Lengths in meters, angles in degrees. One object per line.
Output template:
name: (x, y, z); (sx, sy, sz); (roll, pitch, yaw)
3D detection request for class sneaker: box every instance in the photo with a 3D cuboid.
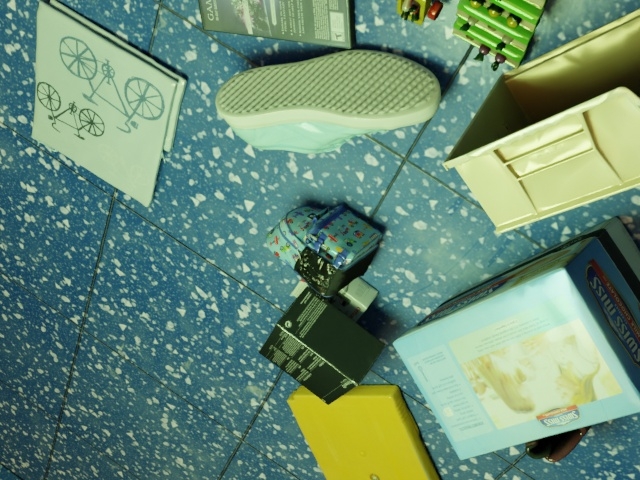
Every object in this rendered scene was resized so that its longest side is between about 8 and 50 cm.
sneaker: (0.023, -0.209, 1.322); (0.366, 0.135, 0.150); (4, 156, 23)
sneaker: (0.363, 0.329, 1.469); (0.281, 0.162, 0.106); (-28, 106, 42)

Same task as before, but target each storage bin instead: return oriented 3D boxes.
storage bin: (0.332, -0.160, 1.046); (0.260, 0.262, 0.123); (-22, 110, 41)

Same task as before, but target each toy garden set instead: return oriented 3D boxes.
toy garden set: (0.182, -0.308, 1.070); (0.204, 0.049, 0.244); (31, 176, 9)

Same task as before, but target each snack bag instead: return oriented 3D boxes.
snack bag: (-0.423, -0.252, 1.601); (0.323, 0.037, 0.342); (31, 133, 9)

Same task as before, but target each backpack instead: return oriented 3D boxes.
backpack: (0.000, 0.000, 1.458); (0.173, 0.158, 0.116); (38, 127, 17)

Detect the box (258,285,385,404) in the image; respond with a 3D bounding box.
box: (-0.004, 0.210, 1.587); (0.184, 0.103, 0.261); (39, 158, 3)

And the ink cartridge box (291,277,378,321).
ink cartridge box: (0.027, 0.101, 1.576); (0.135, 0.056, 0.099); (36, 134, 3)

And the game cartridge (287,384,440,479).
game cartridge: (0.101, 0.452, 1.810); (0.285, 0.052, 0.323); (-7, 117, 35)

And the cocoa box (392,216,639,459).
cocoa box: (0.337, 0.159, 1.276); (0.347, 0.228, 0.231); (-32, 87, 43)

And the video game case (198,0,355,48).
video game case: (-0.078, -0.409, 1.276); (0.274, 0.026, 0.196); (14, 129, 24)
